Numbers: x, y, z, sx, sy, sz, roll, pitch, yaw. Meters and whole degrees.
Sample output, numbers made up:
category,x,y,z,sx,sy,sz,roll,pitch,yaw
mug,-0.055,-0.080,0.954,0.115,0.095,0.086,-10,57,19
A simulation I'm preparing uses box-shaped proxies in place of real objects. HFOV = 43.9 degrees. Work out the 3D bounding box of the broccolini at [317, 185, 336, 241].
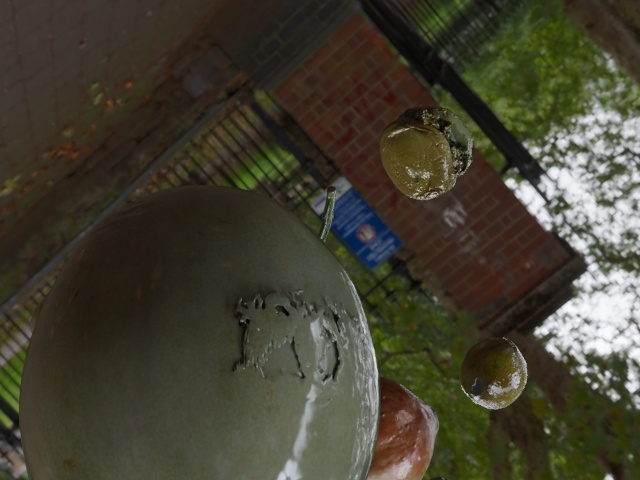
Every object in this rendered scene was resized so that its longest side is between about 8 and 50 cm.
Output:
category,x,y,z,sx,sy,sz,roll,pitch,yaw
broccolini,0.000,0.000,1.543,0.054,0.051,0.239,-48,159,-54

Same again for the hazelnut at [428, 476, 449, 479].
category,x,y,z,sx,sy,sz,roll,pitch,yaw
hazelnut,0.213,0.538,1.556,0.150,0.150,0.150,-41,-175,5

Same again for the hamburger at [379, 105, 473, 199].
category,x,y,z,sx,sy,sz,roll,pitch,yaw
hamburger,0.223,-0.193,1.711,0.122,0.189,0.215,-40,-175,-33

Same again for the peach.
category,x,y,z,sx,sy,sz,roll,pitch,yaw
peach,0.082,0.315,1.262,0.232,0.232,0.232,-41,-175,5

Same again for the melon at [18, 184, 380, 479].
category,x,y,z,sx,sy,sz,roll,pitch,yaw
melon,-0.086,0.116,0.606,0.268,0.268,0.330,-37,-136,39

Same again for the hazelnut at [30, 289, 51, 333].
category,x,y,z,sx,sy,sz,roll,pitch,yaw
hazelnut,-0.568,0.197,1.946,0.261,0.261,0.241,-39,177,25

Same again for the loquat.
category,x,y,z,sx,sy,sz,roll,pitch,yaw
loquat,0.398,0.300,1.820,0.152,0.152,0.195,-50,162,-58
